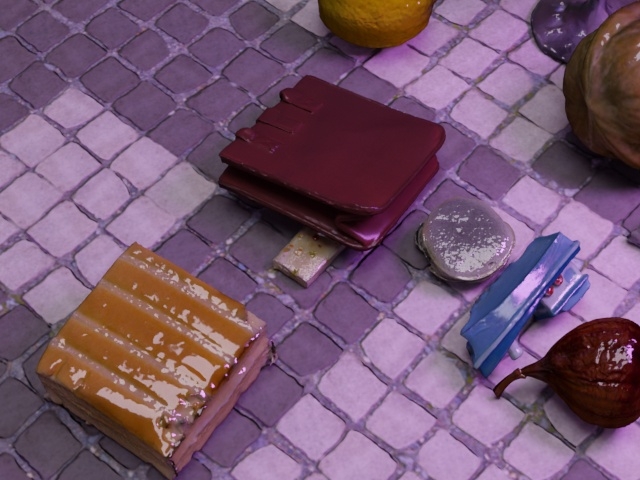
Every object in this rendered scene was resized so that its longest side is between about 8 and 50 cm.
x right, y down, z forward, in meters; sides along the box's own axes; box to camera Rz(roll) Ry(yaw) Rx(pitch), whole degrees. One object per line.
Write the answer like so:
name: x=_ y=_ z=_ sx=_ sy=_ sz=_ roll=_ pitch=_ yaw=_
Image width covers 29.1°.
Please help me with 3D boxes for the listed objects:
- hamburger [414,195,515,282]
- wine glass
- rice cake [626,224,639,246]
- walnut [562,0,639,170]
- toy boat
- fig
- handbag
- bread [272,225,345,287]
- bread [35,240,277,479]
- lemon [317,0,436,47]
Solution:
hamburger: x=0.210 y=0.003 z=1.781 sx=0.133 sy=0.062 sz=0.140 roll=-29 pitch=62 yaw=-13
wine glass: x=0.450 y=-0.463 z=1.887 sx=0.267 sy=0.406 sz=0.267 roll=-1 pitch=54 yaw=2
rice cake: x=0.633 y=-0.084 z=1.826 sx=0.399 sy=0.064 sz=0.070 roll=-27 pitch=65 yaw=-16
walnut: x=0.502 y=-0.231 z=1.836 sx=0.283 sy=0.227 sz=0.282 roll=0 pitch=89 yaw=-27
toy boat: x=0.282 y=0.096 z=1.701 sx=0.098 sy=0.109 sz=0.238 roll=49 pitch=65 yaw=-9
fig: x=0.332 y=0.167 z=1.631 sx=0.201 sy=0.133 sz=0.146 roll=5 pitch=46 yaw=15
handbag: x=0.021 y=-0.126 z=1.837 sx=0.276 sy=0.084 sz=0.260 roll=22 pitch=47 yaw=19
bread: x=0.000 y=0.000 z=1.809 sx=0.068 sy=0.028 sz=0.153 roll=34 pitch=65 yaw=20
bread: x=-0.219 y=0.164 z=1.652 sx=0.246 sy=0.111 sz=0.239 roll=28 pitch=64 yaw=16
lemon: x=0.089 y=-0.398 z=1.994 sx=0.193 sy=0.180 sz=0.180 roll=11 pitch=53 yaw=-19
